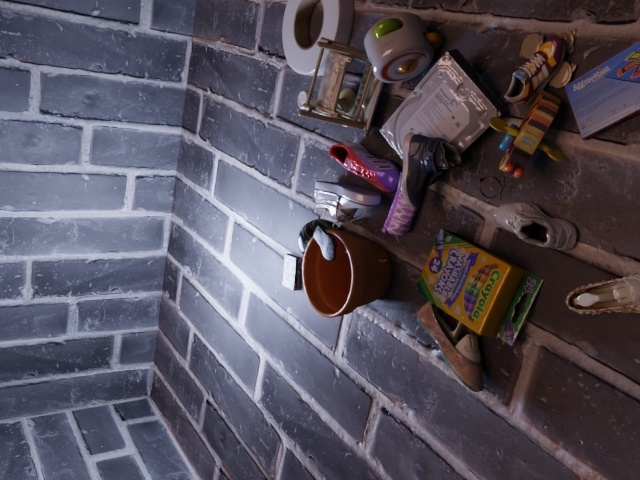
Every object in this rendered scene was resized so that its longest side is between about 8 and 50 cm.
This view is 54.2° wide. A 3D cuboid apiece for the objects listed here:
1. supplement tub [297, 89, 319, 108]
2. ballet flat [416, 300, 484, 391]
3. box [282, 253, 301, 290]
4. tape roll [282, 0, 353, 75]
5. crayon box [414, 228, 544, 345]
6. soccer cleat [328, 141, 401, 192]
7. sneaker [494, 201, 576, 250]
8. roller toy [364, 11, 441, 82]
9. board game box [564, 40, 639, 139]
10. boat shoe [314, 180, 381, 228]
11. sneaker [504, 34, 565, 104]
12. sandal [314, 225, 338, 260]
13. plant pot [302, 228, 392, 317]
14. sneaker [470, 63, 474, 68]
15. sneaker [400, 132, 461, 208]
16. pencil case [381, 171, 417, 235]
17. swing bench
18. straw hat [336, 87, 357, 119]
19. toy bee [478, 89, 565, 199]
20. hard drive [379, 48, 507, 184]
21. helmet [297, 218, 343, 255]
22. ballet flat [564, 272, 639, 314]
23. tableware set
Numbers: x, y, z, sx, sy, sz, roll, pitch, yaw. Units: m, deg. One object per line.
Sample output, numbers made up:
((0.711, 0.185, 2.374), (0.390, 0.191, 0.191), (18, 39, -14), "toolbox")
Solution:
((-0.025, -0.523, 2.344), (0.071, 0.107, 0.071), (1, 92, 55), "supplement tub")
((0.385, 0.284, 1.794), (0.106, 0.108, 0.316), (-54, 48, 23), "ballet flat")
((-0.119, 0.129, 2.571), (0.094, 0.027, 0.137), (18, 106, 55), "box")
((-0.018, -0.818, 2.359), (0.392, 0.072, 0.391), (2, 93, 54), "tape roll")
((0.422, 0.122, 1.716), (0.323, 0.083, 0.203), (34, 107, 49), "crayon box")
((0.149, -0.246, 2.096), (0.318, 0.116, 0.108), (43, 125, 46), "soccer cleat")
((0.518, -0.043, 1.572), (0.232, 0.115, 0.090), (29, 114, 51), "sneaker")
((0.241, -0.574, 1.891), (0.191, 0.209, 0.146), (-46, 55, 59), "roller toy")
((0.689, -0.351, 1.396), (0.281, 0.027, 0.145), (-30, 68, 52), "board game box")
((0.081, -0.114, 2.184), (0.367, 0.136, 0.156), (19, 107, 56), "boat shoe")
((0.527, -0.419, 1.542), (0.069, 0.084, 0.185), (52, 132, 38), "sneaker")
((0.026, 0.005, 2.004), (0.067, 0.040, 0.179), (-68, 26, 21), "sandal")
((0.100, 0.107, 2.103), (0.291, 0.204, 0.290), (1, 92, 55), "plant pot")
((0.363, -0.469, 1.816), (0.166, 0.076, 0.064), (-28, 67, 52), "sneaker")
((0.317, -0.187, 1.786), (0.163, 0.086, 0.226), (15, 121, 39), "sneaker")
((0.262, -0.116, 1.964), (0.086, 0.088, 0.206), (41, 124, 49), "pencil case")
((0.084, -0.519, 2.108), (0.165, 0.255, 0.253), (-79, 6, -67), "swing bench")
((0.071, -0.481, 2.249), (0.144, 0.061, 0.144), (4, 95, 55), "straw hat")
((0.506, -0.217, 1.547), (0.195, 0.162, 0.298), (8, 112, 11), "toy bee")
((0.343, -0.341, 1.794), (0.237, 0.064, 0.339), (53, 135, 9), "hard drive")
((0.000, 0.000, 2.271), (0.161, 0.169, 0.169), (45, 126, 46), "helmet")
((0.661, 0.127, 1.408), (0.241, 0.077, 0.091), (-28, 67, 51), "ballet flat")
((0.570, -0.453, 1.571), (0.169, 0.020, 0.141), (15, 106, 53), "tableware set")
